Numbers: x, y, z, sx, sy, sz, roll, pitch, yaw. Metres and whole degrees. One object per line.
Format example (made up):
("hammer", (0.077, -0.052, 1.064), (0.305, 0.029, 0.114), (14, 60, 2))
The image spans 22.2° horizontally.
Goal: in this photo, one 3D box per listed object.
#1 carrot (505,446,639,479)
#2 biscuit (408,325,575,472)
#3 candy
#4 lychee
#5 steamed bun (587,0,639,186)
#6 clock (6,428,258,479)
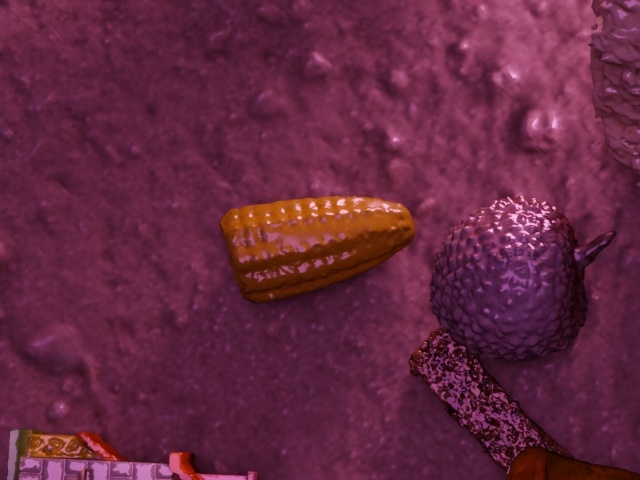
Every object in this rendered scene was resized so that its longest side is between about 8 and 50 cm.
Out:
("carrot", (0.269, 0.256, 1.596), (0.173, 0.082, 0.082), (18, 84, -13))
("biscuit", (0.172, 0.175, 1.664), (0.064, 0.034, 0.199), (-43, 77, 1))
("candy", (0.000, 0.000, 1.692), (0.198, 0.094, 0.106), (-12, 74, 1))
("lychee", (0.202, 0.038, 1.616), (0.197, 0.165, 0.165), (-12, 79, 19))
("steamed bun", (0.403, -0.157, 1.594), (0.290, 0.273, 0.272), (23, 128, 14))
("clock", (-0.191, 0.310, 1.670), (0.255, 0.106, 0.220), (3, 83, 5))
